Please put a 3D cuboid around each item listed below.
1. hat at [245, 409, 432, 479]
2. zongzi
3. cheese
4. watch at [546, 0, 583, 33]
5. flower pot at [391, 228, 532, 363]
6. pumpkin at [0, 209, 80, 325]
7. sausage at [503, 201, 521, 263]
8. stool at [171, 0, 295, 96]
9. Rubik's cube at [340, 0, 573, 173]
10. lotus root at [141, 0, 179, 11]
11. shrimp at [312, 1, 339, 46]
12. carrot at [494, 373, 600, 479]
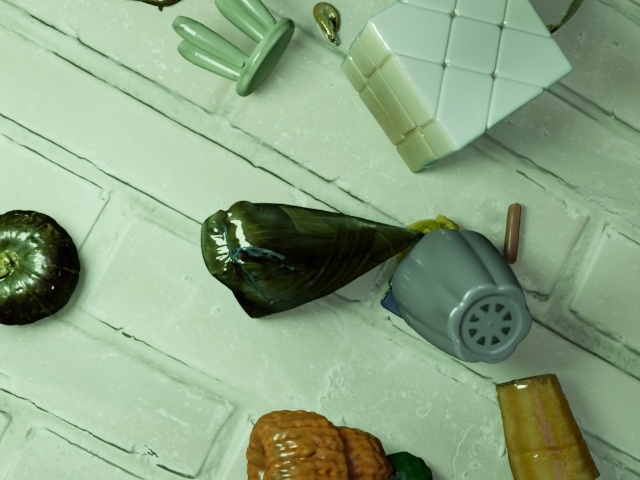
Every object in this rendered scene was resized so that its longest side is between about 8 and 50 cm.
[{"bbox_3d":[0.057,0.487,1.563,0.400,0.285,0.285,-2,87,-13],"label":"hat"},{"bbox_3d":[0.000,0.000,1.486,0.432,0.403,0.207,-15,75,2],"label":"zongzi"},{"bbox_3d":[0.223,0.056,1.716,0.157,0.064,0.250,33,90,-8],"label":"cheese"},{"bbox_3d":[0.539,-0.592,1.805,0.165,0.102,0.268,39,73,-3],"label":"watch"},{"bbox_3d":[0.314,0.133,1.600,0.265,0.243,0.265,-5,111,-13],"label":"flower pot"},{"bbox_3d":[-0.605,0.054,1.531,0.238,0.159,0.237,0,89,-5],"label":"pumpkin"},{"bbox_3d":[0.450,-0.018,1.774,0.035,0.030,0.147,6,85,-10],"label":"sausage"},{"bbox_3d":[-0.183,-0.441,1.621,0.199,0.195,0.195,38,82,-1],"label":"stool"},{"bbox_3d":[0.275,-0.372,1.627,0.322,0.316,0.318,-35,93,-9],"label":"Rubik's cube"},{"bbox_3d":[-0.366,-0.598,1.660,0.170,0.074,0.260,42,82,-7],"label":"lotus root"},{"bbox_3d":[0.024,-0.501,1.742,0.059,0.023,0.108,-33,92,-18],"label":"shrimp"},{"bbox_3d":[0.489,0.431,1.698,0.196,0.196,0.254,-13,77,-10],"label":"carrot"}]
